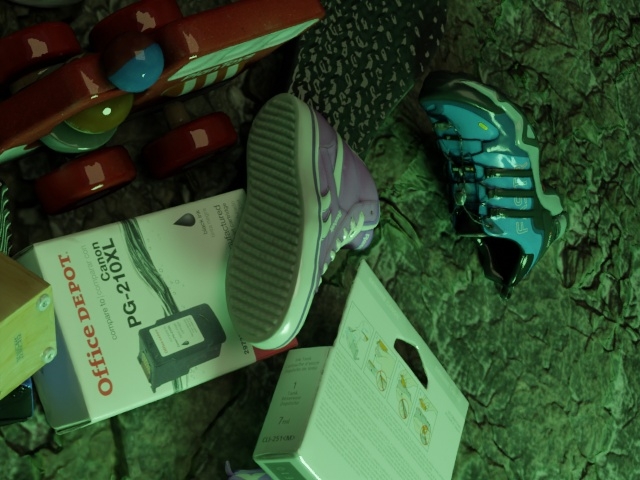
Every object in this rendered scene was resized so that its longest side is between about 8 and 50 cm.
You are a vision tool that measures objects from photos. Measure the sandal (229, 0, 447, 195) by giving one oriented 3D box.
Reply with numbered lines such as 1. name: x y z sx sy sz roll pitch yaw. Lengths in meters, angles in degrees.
1. sandal: 0.002 -0.162 1.245 0.167 0.107 0.446 34 73 -22

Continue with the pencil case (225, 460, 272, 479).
1. pencil case: -0.052 0.323 1.069 0.088 0.086 0.206 1 72 -5

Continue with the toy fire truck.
1. toy fire truck: -0.170 -0.154 1.021 0.302 0.254 0.169 -24 90 -36

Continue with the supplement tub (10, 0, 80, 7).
1. supplement tub: -0.278 -0.342 1.090 0.117 0.117 0.190 12 70 -30

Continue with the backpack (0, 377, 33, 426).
1. backpack: -0.317 0.117 0.940 0.120 0.098 0.101 -10 60 -18

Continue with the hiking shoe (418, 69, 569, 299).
1. hiking shoe: 0.201 -0.069 1.295 0.304 0.113 0.132 51 60 -32

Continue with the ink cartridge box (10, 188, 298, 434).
1. ink cartridge box: -0.164 0.065 1.054 0.237 0.100 0.172 -17 86 -36

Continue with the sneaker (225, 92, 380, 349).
1. sneaker: 0.001 -0.001 1.078 0.161 0.102 0.282 37 47 -38

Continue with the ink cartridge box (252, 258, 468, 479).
1. ink cartridge box: 0.055 0.196 1.133 0.275 0.060 0.239 53 40 -35

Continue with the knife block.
1. knife block: -0.346 0.045 0.876 0.242 0.088 0.275 28 46 21
